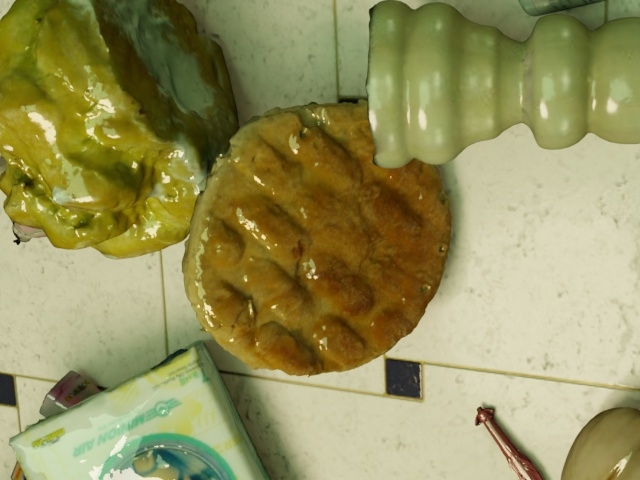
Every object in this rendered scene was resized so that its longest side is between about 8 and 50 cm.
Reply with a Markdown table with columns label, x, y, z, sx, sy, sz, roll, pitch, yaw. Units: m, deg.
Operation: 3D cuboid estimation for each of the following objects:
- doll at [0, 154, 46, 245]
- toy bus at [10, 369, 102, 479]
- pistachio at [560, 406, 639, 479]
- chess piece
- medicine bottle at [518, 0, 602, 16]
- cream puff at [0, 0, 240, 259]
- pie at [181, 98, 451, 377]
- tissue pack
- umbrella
| label | x | y | z | sx | sy | sz | roll | pitch | yaw |
| --- | --- | --- | --- | --- | --- | --- | --- | --- | --- |
| doll | -0.387 | -0.083 | 1.794 | 0.149 | 0.095 | 0.192 | 1 | 106 | 34 |
| toy bus | -0.384 | 0.324 | 1.909 | 0.112 | 0.090 | 0.274 | 30 | 117 | 5 |
| pistachio | 0.338 | 0.263 | 1.497 | 0.124 | 0.124 | 0.185 | 31 | 119 | 17 |
| chess piece | 0.221 | -0.167 | 1.392 | 0.330 | 0.182 | 0.182 | 0 | 105 | 10 |
| medicine bottle | 0.276 | -0.290 | 1.398 | 0.130 | 0.080 | 0.080 | -10 | 99 | 29 |
| cream puff | -0.269 | -0.139 | 1.566 | 0.275 | 0.378 | 0.378 | -25 | 92 | 24 |
| pie | 0.000 | 0.000 | 1.517 | 0.083 | 0.339 | 0.339 | -165 | 63 | -67 |
| tissue pack | -0.198 | 0.366 | 1.739 | 0.287 | 0.162 | 0.388 | -26 | 91 | 4 |
| umbrella | 0.242 | 0.271 | 1.606 | 0.165 | 0.025 | 0.027 | 54 | 139 | 7 |
